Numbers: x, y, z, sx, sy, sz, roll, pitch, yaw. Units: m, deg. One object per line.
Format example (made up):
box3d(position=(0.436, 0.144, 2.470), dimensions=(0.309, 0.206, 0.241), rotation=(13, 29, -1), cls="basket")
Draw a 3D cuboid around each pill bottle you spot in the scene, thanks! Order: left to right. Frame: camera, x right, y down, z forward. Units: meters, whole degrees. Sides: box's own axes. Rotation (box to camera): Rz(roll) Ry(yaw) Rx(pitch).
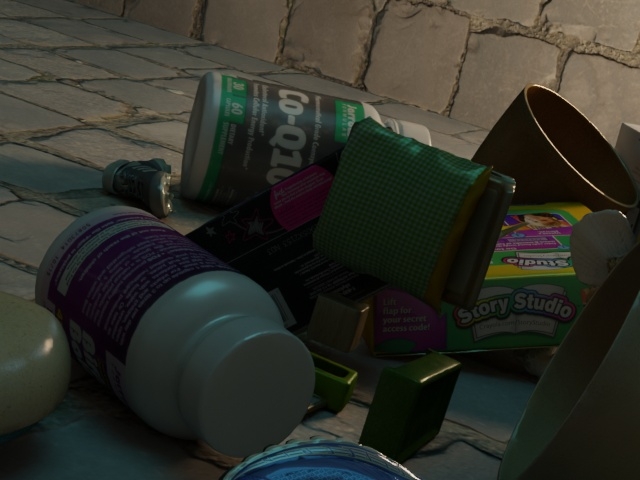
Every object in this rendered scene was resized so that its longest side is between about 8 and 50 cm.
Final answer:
box3d(position=(-0.140, 0.089, 1.461), dimensions=(0.169, 0.169, 0.301), rotation=(3, 17, -38), cls="pill bottle")
box3d(position=(-0.024, -0.131, 2.369), dimensions=(0.361, 0.204, 0.204), rotation=(10, 14, -12), cls="pill bottle")

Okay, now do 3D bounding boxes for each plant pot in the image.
box3d(position=(0.299, -0.062, 2.262), dimensions=(0.237, 0.254, 0.237), rotation=(36, 26, -21), cls="plant pot")
box3d(position=(0.325, 0.165, 1.467), dimensions=(0.191, 0.284, 0.284), rotation=(31, 15, 1), cls="plant pot")

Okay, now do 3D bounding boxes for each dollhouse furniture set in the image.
box3d(position=(0.055, 0.045, 1.540), dimensions=(0.197, 0.301, 0.151), rotation=(22, 13, 20), cls="dollhouse furniture set")

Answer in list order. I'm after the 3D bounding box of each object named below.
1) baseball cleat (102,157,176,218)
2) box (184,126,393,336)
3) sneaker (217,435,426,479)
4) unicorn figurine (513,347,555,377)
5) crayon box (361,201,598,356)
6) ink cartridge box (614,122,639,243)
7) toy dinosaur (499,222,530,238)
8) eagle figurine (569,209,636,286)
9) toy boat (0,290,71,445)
box3d(position=(-0.267, -0.075, 2.233), dimensions=(0.109, 0.072, 0.206), rotation=(-2, 11, -5), cls="baseball cleat")
box3d(position=(0.000, 0.000, 1.727), dimensions=(0.247, 0.163, 0.142), rotation=(-28, 3, 18), cls="box")
box3d(position=(0.067, 0.240, 1.151), dimensions=(0.330, 0.129, 0.147), rotation=(10, 12, -15), cls="sneaker")
box3d(position=(0.298, 0.159, 1.865), dimensions=(0.111, 0.060, 0.162), rotation=(-7, 9, -34), cls="unicorn figurine")
box3d(position=(0.214, 0.044, 1.971), dimensions=(0.363, 0.106, 0.313), rotation=(-3, 18, -8), cls="crayon box")
box3d(position=(0.546, -0.013, 2.319), dimensions=(0.198, 0.270, 0.197), rotation=(8, 16, -22), cls="ink cartridge box")
box3d(position=(0.160, 0.008, 1.854), dimensions=(0.183, 0.053, 0.092), rotation=(-20, 41, -29), cls="toy dinosaur")
box3d(position=(0.396, 0.085, 1.675), dimensions=(0.225, 0.226, 0.298), rotation=(-21, 20, 23), cls="eagle figurine")
box3d(position=(-0.369, 0.096, 1.318), dimensions=(0.267, 0.148, 0.318), rotation=(-4, 30, -39), cls="toy boat")
